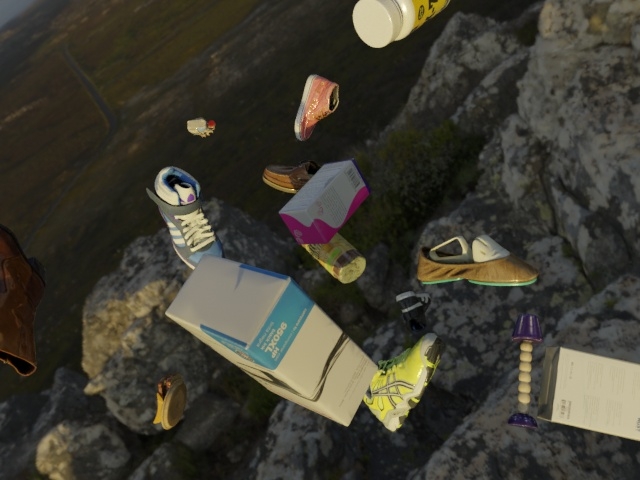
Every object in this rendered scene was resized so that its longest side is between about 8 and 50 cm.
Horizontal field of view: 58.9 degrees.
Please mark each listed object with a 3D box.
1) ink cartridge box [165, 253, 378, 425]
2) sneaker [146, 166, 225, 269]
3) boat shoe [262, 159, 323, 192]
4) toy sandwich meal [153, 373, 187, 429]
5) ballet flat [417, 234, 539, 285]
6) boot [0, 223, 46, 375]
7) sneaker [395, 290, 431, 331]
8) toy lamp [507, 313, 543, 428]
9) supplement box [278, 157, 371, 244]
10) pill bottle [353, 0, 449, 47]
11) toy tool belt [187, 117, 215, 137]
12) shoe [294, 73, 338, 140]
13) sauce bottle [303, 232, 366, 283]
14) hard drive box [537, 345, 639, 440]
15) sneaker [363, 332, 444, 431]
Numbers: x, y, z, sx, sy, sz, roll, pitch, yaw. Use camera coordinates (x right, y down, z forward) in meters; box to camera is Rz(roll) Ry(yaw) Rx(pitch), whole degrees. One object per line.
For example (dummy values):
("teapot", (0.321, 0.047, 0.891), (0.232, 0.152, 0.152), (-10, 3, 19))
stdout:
("ink cartridge box", (-0.095, 0.221, 1.245), (0.285, 0.395, 0.166), (11, 62, 43))
("sneaker", (-0.380, -0.063, 1.644), (0.130, 0.323, 0.236), (-29, -10, -22))
("boat shoe", (-0.040, -0.206, 1.781), (0.307, 0.105, 0.111), (15, 37, 17))
("toy sandwich meal", (-0.238, 0.253, 0.890), (0.029, 0.086, 0.086), (8, 50, 12))
("ballet flat", (0.383, 0.048, 1.449), (0.116, 0.124, 0.342), (-19, 10, -37))
("boot", (-0.685, 0.114, 1.177), (0.096, 0.264, 0.281), (-18, 47, 0))
("sneaker", (0.310, 0.235, 1.815), (0.079, 0.216, 0.121), (-25, 70, 26))
("toy lamp", (0.511, 0.321, 1.408), (0.080, 0.080, 0.275), (-5, 68, 39))
("supplement box", (0.014, -0.099, 1.456), (0.113, 0.111, 0.220), (-3, 37, 46))
("pill bottle", (0.167, -0.484, 1.156), (0.119, 0.119, 0.208), (11, 45, 48))
("toy tool belt", (-0.328, -0.316, 1.587), (0.083, 0.051, 0.052), (-2, 75, 9))
("shoe", (-0.009, -0.337, 1.482), (0.081, 0.178, 0.063), (26, 26, 24))
("sauce bottle", (0.000, 0.000, 1.801), (0.111, 0.111, 0.344), (-43, 51, -7))
("hard drive box", (0.670, 0.372, 1.388), (0.232, 0.089, 0.181), (13, 79, 0))
("sneaker", (0.213, 0.380, 1.547), (0.147, 0.385, 0.145), (32, 40, 14))
